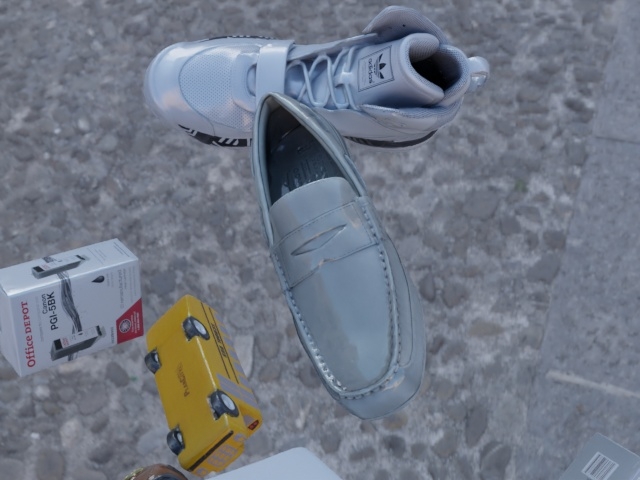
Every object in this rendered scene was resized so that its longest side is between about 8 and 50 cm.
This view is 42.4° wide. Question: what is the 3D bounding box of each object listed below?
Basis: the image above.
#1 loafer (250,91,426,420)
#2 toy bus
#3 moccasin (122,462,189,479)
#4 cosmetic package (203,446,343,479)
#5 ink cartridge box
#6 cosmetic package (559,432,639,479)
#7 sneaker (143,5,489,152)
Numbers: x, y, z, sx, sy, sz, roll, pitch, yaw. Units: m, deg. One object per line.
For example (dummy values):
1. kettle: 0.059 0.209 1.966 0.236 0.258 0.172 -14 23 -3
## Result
1. loafer: 0.000 0.000 0.690 0.112 0.111 0.319 -31 48 11
2. toy bus: -0.191 0.232 1.335 0.108 0.130 0.332 -42 40 8
3. moccasin: -0.323 0.459 1.107 0.380 0.139 0.147 -55 19 -19
4. cosmetic package: -0.064 0.405 0.478 0.329 0.393 0.327 -7 28 -41
5. ink cartridge box: -0.254 0.067 0.835 0.135 0.099 0.056 -18 35 -33
6. cosmetic package: 0.478 0.396 1.190 0.238 0.127 0.107 43 84 -13
7. sneaker: -0.001 -0.180 0.908 0.366 0.210 0.137 3 83 -18
